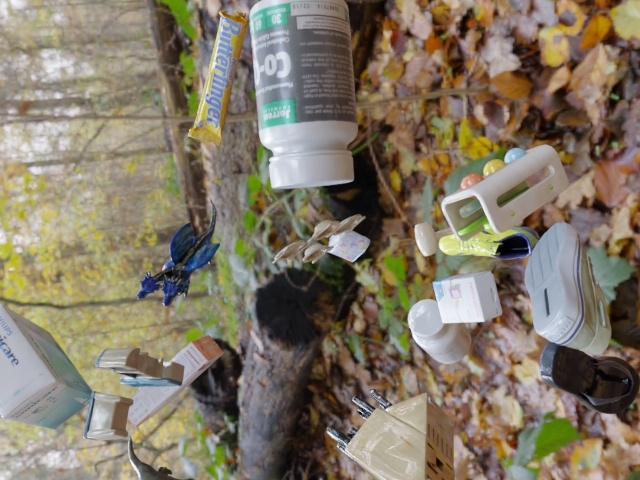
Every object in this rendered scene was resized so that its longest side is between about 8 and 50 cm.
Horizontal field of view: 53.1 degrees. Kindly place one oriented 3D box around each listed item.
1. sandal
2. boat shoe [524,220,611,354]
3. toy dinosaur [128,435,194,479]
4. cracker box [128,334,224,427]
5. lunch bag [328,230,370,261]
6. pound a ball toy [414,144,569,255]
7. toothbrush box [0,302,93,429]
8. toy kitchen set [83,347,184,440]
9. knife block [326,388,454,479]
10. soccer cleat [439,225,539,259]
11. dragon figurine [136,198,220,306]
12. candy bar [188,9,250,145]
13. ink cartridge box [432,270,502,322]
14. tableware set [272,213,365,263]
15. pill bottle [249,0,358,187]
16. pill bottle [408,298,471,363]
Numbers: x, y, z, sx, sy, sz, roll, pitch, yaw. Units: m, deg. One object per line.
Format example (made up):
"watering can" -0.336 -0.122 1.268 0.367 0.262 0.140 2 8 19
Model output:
"sandal" 0.451 0.229 1.040 0.054 0.254 0.097 0 75 54
"boat shoe" 0.398 0.076 1.033 0.109 0.094 0.302 -55 4 36
"toy dinosaur" -0.305 0.532 1.295 0.160 0.120 0.314 60 -174 -78
"cracker box" -0.351 0.331 1.534 0.067 0.232 0.156 48 -179 5
"lunch bag" 0.067 0.004 1.468 0.083 0.071 0.053 -45 28 54
"pound a ball toy" 0.367 -0.099 1.437 0.208 0.319 0.136 -18 99 59
"toothbrush box" -0.646 0.289 1.423 0.216 0.126 0.295 48 164 13
"toy kitchen set" -0.373 0.303 1.227 0.207 0.122 0.166 49 -140 -61
"knife block" 0.103 0.370 1.084 0.088 0.242 0.276 48 -151 -21
"soccer cleat" 0.475 0.007 1.833 0.121 0.288 0.094 -44 -53 -57
"dragon figurine" -0.261 0.025 1.289 0.289 0.085 0.144 -57 5 -27
"candy bar" -0.120 -0.196 0.767 0.018 0.040 0.162 -152 76 -86
"ink cartridge box" 0.285 0.112 1.250 0.122 0.052 0.089 -16 88 58
"tableware set" 0.000 0.000 1.128 0.020 0.141 0.168 59 -153 14
"pill bottle" -0.030 -0.293 1.299 0.204 0.204 0.362 -175 79 -80
"pill bottle" 0.320 0.245 1.741 0.229 0.131 0.131 44 -152 -54
